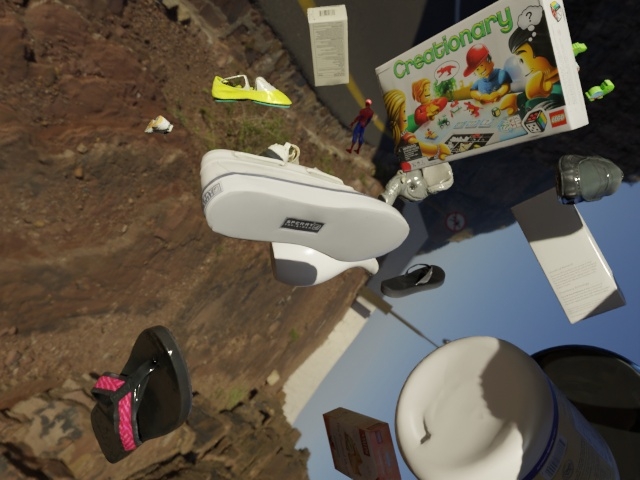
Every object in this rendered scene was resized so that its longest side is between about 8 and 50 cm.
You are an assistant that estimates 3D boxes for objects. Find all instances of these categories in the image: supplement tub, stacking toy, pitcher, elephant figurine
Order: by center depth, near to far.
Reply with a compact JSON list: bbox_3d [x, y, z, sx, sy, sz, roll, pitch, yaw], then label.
[{"bbox_3d":[0.300,0.331,0.712,0.241,0.331,0.241,-36,-154,21],"label":"supplement tub"},{"bbox_3d":[0.000,0.000,0.937,0.207,0.177,0.125,-7,173,-12],"label":"pitcher"},{"bbox_3d":[0.489,-0.356,0.990,0.052,0.221,0.166,64,17,-53],"label":"stacking toy"},{"bbox_3d":[0.250,-0.164,1.175,0.169,0.186,0.239,48,47,-70],"label":"elephant figurine"}]

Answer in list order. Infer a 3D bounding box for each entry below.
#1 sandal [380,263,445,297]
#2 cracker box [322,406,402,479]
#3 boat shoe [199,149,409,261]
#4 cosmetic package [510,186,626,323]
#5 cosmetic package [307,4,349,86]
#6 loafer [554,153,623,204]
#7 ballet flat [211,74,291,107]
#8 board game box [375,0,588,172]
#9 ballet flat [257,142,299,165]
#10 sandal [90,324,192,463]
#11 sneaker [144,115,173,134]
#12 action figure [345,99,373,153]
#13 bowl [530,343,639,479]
[{"bbox_3d":[0.279,0.107,1.317,0.255,0.097,0.054,-14,117,-42],"label":"sandal"},{"bbox_3d":[0.100,0.529,1.163,0.067,0.155,0.232,-12,177,-30],"label":"cracker box"},{"bbox_3d":[-0.011,-0.040,0.522,0.268,0.088,0.096,7,138,-33],"label":"boat shoe"},{"bbox_3d":[0.723,0.033,1.332,0.155,0.365,0.197,-31,165,29],"label":"cosmetic package"},{"bbox_3d":[0.014,-0.307,0.725,0.115,0.060,0.041,85,1,-56],"label":"cosmetic package"},{"bbox_3d":[0.413,-0.097,0.698,0.223,0.078,0.076,-13,99,-50],"label":"loafer"},{"bbox_3d":[-0.194,-0.421,1.278,0.077,0.231,0.077,-67,163,-66],"label":"ballet flat"},{"bbox_3d":[0.227,-0.229,0.706,0.053,0.192,0.305,-22,-172,-34],"label":"board game box"},{"bbox_3d":[-0.109,-0.219,1.198,0.086,0.086,0.248,-57,177,19],"label":"ballet flat"},{"bbox_3d":[-0.145,0.126,0.336,0.040,0.067,0.179,-10,150,-50],"label":"sandal"},{"bbox_3d":[-0.330,-0.227,0.932,0.083,0.037,0.031,4,-112,51],"label":"sneaker"},{"bbox_3d":[0.084,-0.241,0.964,0.038,0.030,0.115,2,124,-30],"label":"action figure"},{"bbox_3d":[0.571,0.409,1.019,0.391,0.077,0.391,-30,-147,23],"label":"bowl"}]
